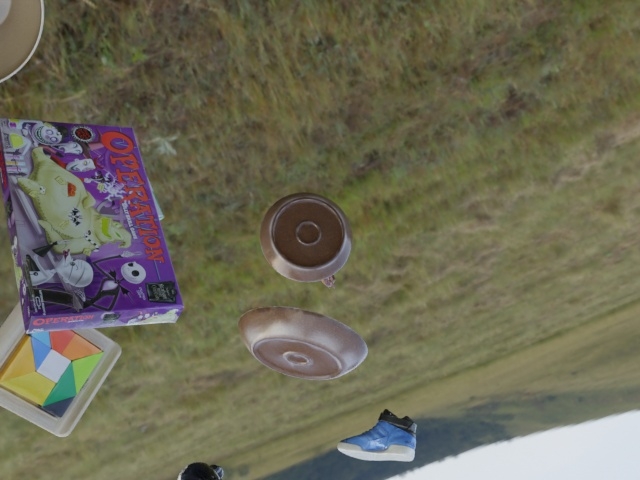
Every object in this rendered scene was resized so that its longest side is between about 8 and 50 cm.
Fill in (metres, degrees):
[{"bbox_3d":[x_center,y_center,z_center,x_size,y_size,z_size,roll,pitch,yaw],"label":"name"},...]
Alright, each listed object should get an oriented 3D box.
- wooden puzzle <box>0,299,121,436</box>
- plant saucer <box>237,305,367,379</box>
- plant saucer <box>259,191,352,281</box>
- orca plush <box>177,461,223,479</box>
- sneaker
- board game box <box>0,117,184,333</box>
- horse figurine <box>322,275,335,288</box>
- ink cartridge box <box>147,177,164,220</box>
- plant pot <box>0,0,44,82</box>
[{"bbox_3d":[-0.546,0.251,1.481,0.044,0.238,0.221,2,-124,52],"label":"wooden puzzle"},{"bbox_3d":[-0.030,0.161,1.088,0.198,0.036,0.199,10,147,6],"label":"plant saucer"},{"bbox_3d":[-0.023,-0.011,1.308,0.168,0.168,0.029,-21,167,-13],"label":"plant saucer"},{"bbox_3d":[-0.184,0.482,1.214,0.151,0.102,0.287,-31,141,-55],"label":"orca plush"},{"bbox_3d":[0.105,0.352,1.338,0.152,0.085,0.058,-9,144,34],"label":"sneaker"},{"bbox_3d":[-0.339,-0.032,1.062,0.208,0.347,0.056,2,142,-37],"label":"board game box"},{"bbox_3d":[0.000,0.000,1.840,0.066,0.175,0.263,2,158,7],"label":"horse figurine"},{"bbox_3d":[-0.531,-0.074,1.953,0.208,0.153,0.087,-35,166,33],"label":"ink cartridge box"},{"bbox_3d":[-0.623,-0.422,1.282,0.284,0.284,0.191,-22,-154,-5],"label":"plant pot"}]
